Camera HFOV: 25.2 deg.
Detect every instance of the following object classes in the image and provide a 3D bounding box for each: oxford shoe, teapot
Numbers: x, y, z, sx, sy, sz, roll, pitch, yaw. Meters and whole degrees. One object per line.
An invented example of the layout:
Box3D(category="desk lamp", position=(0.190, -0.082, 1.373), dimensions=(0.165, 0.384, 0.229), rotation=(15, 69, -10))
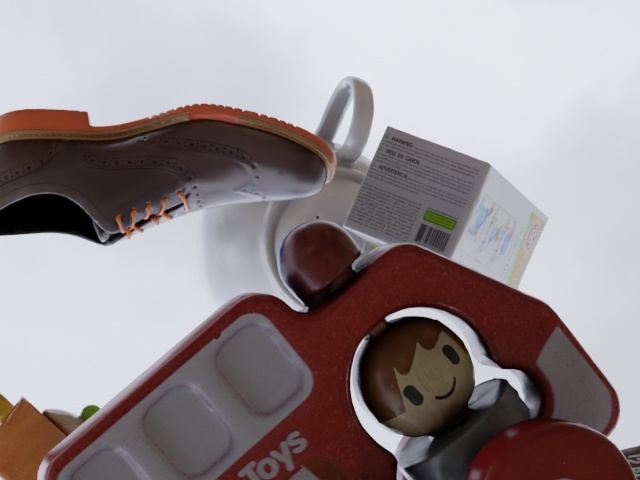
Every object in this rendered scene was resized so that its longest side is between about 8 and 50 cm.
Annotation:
Box3D(category="oxford shoe", position=(-0.123, -0.037, 1.064), dimensions=(0.271, 0.097, 0.098), rotation=(-1, -124, 11))
Box3D(category="teapot", position=(0.000, 0.000, 1.491), dimensions=(0.252, 0.187, 0.256), rotation=(-35, -83, -19))

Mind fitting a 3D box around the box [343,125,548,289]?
Box3D(category="box", position=(0.124, -0.018, 1.360), dimensions=(0.114, 0.103, 0.203), rotation=(23, 177, 28))

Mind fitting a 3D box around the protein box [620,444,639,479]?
Box3D(category="protein box", position=(0.197, 0.274, 1.016), dimensions=(0.200, 0.201, 0.136), rotation=(57, -151, -26))

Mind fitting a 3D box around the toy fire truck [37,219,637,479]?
Box3D(category="toy fire truck", position=(0.021, 0.129, 0.844), dimensions=(0.302, 0.169, 0.254), rotation=(-41, -81, -12))

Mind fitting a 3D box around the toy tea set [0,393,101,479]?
Box3D(category="toy tea set", position=(-0.305, 0.070, 1.189), dimensions=(0.336, 0.200, 0.124), rotation=(44, -103, -3))
